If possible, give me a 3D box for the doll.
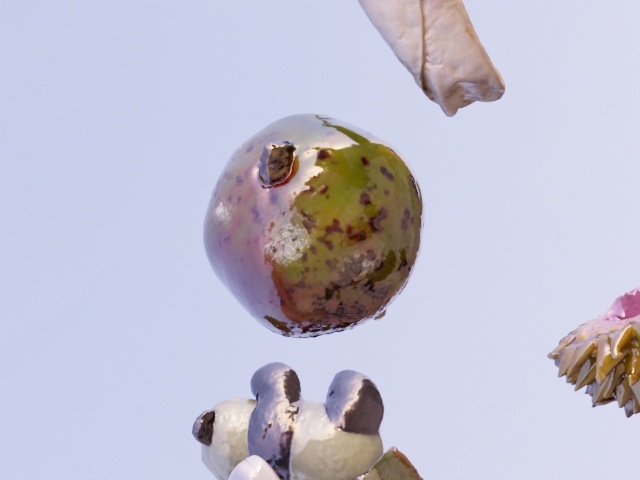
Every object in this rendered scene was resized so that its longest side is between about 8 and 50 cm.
[{"bbox_3d":[-0.031,0.233,2.131,0.135,0.234,0.144,-62,-26,-55],"label":"doll"}]

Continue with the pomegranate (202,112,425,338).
[{"bbox_3d":[-0.010,-0.002,1.602,0.198,0.198,0.246,-60,-1,-23],"label":"pomegranate"}]

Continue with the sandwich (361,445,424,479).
[{"bbox_3d":[0.039,0.271,1.831,0.117,0.144,0.187,-46,-50,-15],"label":"sandwich"}]

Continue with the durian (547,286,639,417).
[{"bbox_3d":[0.326,0.052,1.204,0.341,0.191,0.112,-16,-89,-19],"label":"durian"}]

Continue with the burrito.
[{"bbox_3d":[0.052,-0.218,1.427,0.275,0.082,0.059,59,-154,0],"label":"burrito"}]

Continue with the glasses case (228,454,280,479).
[{"bbox_3d":[-0.065,0.275,1.930,0.049,0.074,0.193,-30,-11,-14],"label":"glasses case"}]
